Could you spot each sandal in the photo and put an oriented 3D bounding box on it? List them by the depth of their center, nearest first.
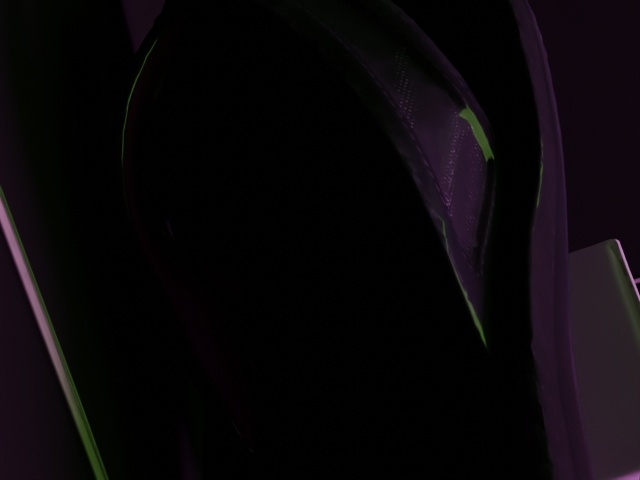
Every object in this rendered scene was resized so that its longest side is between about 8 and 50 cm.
[{"bbox_3d":[0.002,0.000,0.682,0.107,0.167,0.446,43,25,-40],"label":"sandal"}]

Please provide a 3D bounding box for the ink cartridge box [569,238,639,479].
[{"bbox_3d":[0.074,0.119,0.841,0.237,0.172,0.100,62,11,-57],"label":"ink cartridge box"}]
